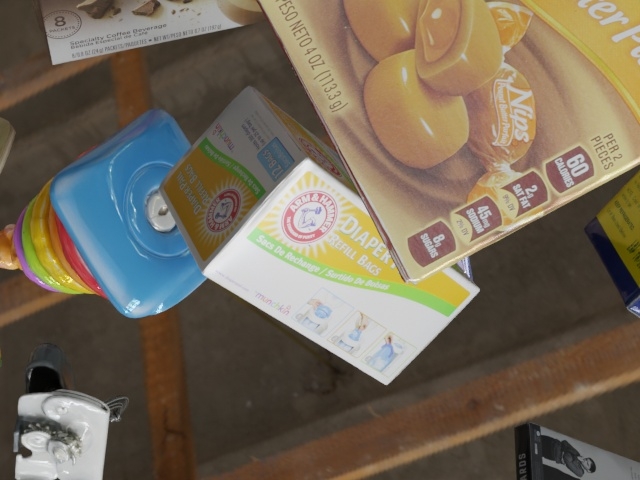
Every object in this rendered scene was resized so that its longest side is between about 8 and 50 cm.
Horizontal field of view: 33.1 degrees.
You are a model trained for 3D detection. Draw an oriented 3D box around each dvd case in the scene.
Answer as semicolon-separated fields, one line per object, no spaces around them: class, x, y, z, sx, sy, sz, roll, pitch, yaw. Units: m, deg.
dvd case;0.310;0.319;1.206;0.029;0.238;0.179;-30;-133;43

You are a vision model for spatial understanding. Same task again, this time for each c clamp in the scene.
c clamp;-0.359;0.285;1.628;0.160;0.137;0.022;-30;-111;-13

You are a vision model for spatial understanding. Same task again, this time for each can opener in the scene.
can opener;-0.228;0.214;0.948;0.074;0.280;0.093;9;-144;-6

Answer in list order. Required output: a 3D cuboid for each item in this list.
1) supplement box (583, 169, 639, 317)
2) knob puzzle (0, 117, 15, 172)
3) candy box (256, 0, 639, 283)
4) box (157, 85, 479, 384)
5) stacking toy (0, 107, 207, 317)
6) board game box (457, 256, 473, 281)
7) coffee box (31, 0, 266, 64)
supplement box;0.510;-0.047;1.224;0.356;0.195;0.194;-50;-161;21
knob puzzle;-0.371;-0.054;1.021;0.213;0.030;0.213;-12;-128;15
candy box;0.138;-0.135;0.544;0.316;0.087;0.183;-29;-80;5
box;0.000;0.000;0.774;0.103;0.203;0.114;-47;-141;10
stacking toy;-0.253;-0.004;1.103;0.301;0.166;0.175;-12;-156;42
board game box;0.098;-0.013;1.247;0.136;0.201;0.035;-13;-157;-3
coffee box;-0.105;-0.271;0.909;0.297;0.168;0.119;-14;-118;-14
